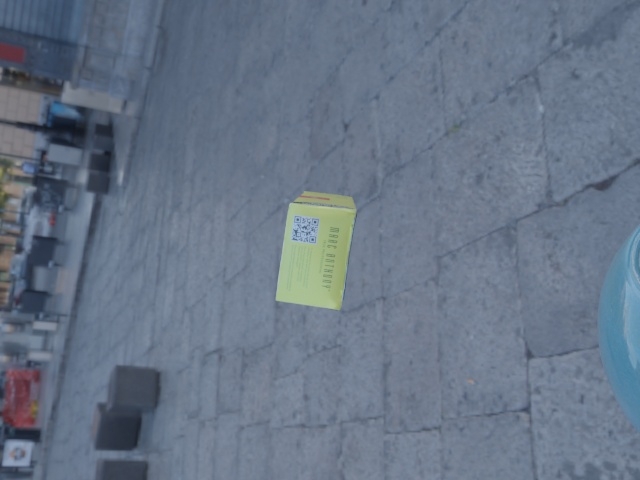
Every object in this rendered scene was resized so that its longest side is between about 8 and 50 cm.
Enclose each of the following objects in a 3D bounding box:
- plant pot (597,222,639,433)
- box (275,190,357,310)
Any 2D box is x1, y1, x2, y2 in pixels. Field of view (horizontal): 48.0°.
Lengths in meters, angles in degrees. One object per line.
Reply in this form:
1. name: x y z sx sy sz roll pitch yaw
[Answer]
1. plant pot: 0.397 0.061 0.700 0.290 0.195 0.290 -26 41 25
2. box: 0.000 0.000 0.686 0.232 0.058 0.088 -71 -11 -82
